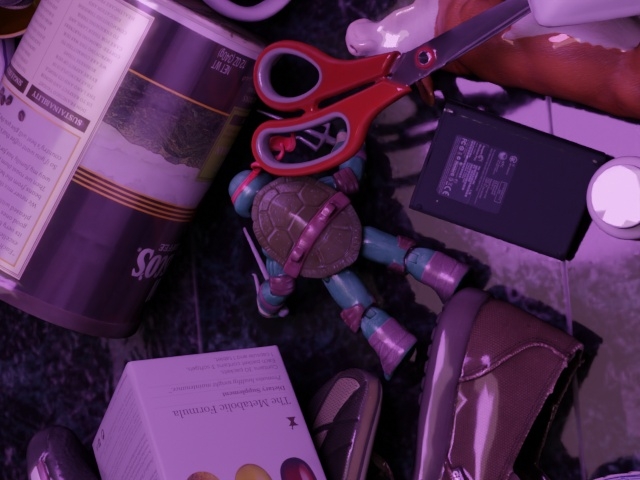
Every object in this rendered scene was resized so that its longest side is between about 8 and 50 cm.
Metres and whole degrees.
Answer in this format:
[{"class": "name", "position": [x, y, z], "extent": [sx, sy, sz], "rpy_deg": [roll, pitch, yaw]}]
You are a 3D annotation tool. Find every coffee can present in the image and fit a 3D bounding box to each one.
[{"class": "coffee can", "position": [-0.183, -0.085, 1.241], "extent": [0.201, 0.201, 0.275], "rpy_deg": [32, 100, 18]}]

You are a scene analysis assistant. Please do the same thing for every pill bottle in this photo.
[{"class": "pill bottle", "position": [0.240, -0.032, 1.132], "extent": [0.065, 0.116, 0.065], "rpy_deg": [0, 90, 20]}]

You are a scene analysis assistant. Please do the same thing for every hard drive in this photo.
[{"class": "hard drive", "position": [0.150, -0.048, 1.184], "extent": [0.135, 0.022, 0.094], "rpy_deg": [19, 111, 2]}]

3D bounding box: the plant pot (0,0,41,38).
[{"class": "plant pot", "position": [-0.260, -0.243, 1.328], "extent": [0.134, 0.095, 0.134], "rpy_deg": [0, 90, 21]}]

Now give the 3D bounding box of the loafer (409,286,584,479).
[{"class": "loafer", "position": [0.133, 0.225, 1.158], "extent": [0.130, 0.134, 0.366], "rpy_deg": [9, 92, 20]}]

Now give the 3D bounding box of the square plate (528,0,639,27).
[{"class": "square plate", "position": [0.280, -0.340, 1.056], "extent": [0.344, 0.049, 0.347], "rpy_deg": [-10, 77, -9]}]

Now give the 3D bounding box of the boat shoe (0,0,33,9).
[{"class": "boat shoe", "position": [-0.263, -0.226, 1.228], "extent": [0.223, 0.080, 0.073], "rpy_deg": [-28, 98, 37]}]

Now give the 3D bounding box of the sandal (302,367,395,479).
[{"class": "sandal", "position": [0.027, 0.255, 1.225], "extent": [0.086, 0.120, 0.303], "rpy_deg": [0, 94, -24]}]

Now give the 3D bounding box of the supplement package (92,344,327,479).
[{"class": "supplement package", "position": [-0.075, 0.225, 1.169], "extent": [0.244, 0.139, 0.134], "rpy_deg": [67, 148, 31]}]

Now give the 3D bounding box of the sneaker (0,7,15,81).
[{"class": "sneaker", "position": [-0.363, -0.130, 1.332], "extent": [0.102, 0.161, 0.282], "rpy_deg": [6, 90, 22]}]

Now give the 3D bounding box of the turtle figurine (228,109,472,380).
[{"class": "turtle figurine", "position": [0.000, 0.000, 1.226], "extent": [0.234, 0.118, 0.175], "rpy_deg": [37, 101, 11]}]

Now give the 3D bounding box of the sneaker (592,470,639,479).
[{"class": "sneaker", "position": [0.318, 0.263, 1.068], "extent": [0.330, 0.147, 0.130], "rpy_deg": [18, 94, 13]}]

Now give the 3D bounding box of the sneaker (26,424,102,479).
[{"class": "sneaker", "position": [-0.127, 0.261, 1.281], "extent": [0.162, 0.106, 0.281], "rpy_deg": [-29, 90, 12]}]

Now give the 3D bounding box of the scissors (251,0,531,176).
[{"class": "scissors", "position": [0.069, -0.120, 1.107], "extent": [0.297, 0.021, 0.109], "rpy_deg": [-10, 87, 30]}]

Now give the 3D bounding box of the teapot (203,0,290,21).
[{"class": "teapot", "position": [-0.088, -0.337, 1.171], "extent": [0.252, 0.187, 0.256], "rpy_deg": [56, 147, 14]}]

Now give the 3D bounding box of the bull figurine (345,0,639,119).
[{"class": "bull figurine", "position": [0.172, -0.172, 1.143], "extent": [0.310, 0.188, 0.101], "rpy_deg": [13, 60, 12]}]
